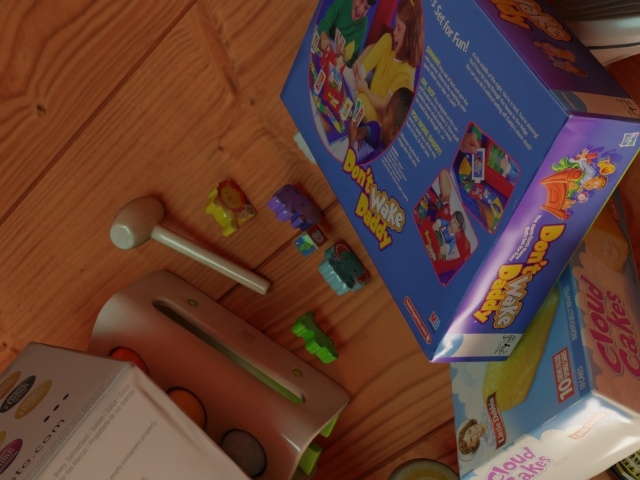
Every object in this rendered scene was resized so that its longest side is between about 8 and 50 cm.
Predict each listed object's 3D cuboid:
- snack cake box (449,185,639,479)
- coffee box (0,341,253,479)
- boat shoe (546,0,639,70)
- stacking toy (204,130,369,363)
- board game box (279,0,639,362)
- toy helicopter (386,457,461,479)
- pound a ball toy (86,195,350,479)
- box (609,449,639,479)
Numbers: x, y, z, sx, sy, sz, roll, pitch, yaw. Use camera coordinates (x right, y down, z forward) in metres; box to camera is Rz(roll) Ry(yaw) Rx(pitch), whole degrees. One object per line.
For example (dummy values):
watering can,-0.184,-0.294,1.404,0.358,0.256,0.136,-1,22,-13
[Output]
snack cake box,0.184,0.067,0.997,0.089,0.264,0.152,26,132,-27
coffee box,-0.242,0.344,1.220,0.338,0.338,0.334,47,159,-21
boat shoe,0.211,-0.160,1.002,0.226,0.083,0.076,3,123,44
stacking toy,0.000,0.000,1.217,0.167,0.052,0.221,-35,92,39
board game box,0.094,-0.107,0.972,0.233,0.078,0.347,-64,37,34
toy helicopter,0.185,0.365,1.184,0.235,0.140,0.355,-30,91,-6
pound a ball toy,-0.130,0.124,1.296,0.319,0.135,0.208,33,124,16
box,0.339,0.198,1.007,0.220,0.175,0.051,45,125,6
